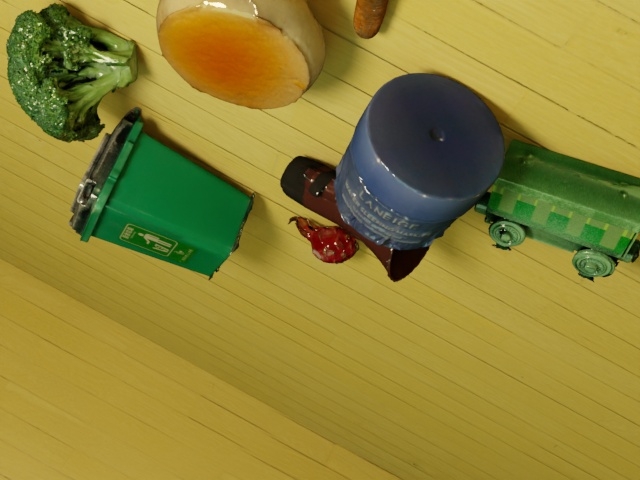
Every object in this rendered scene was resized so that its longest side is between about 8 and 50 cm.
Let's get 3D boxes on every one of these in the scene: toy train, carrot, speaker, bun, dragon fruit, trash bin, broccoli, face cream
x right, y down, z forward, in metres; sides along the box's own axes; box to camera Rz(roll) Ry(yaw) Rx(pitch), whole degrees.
[{"bbox_3d":[0.432,-0.053,1.339,0.300,0.120,0.202,20,145,14],"label":"toy train"},{"bbox_3d":[0.084,-0.390,1.182,0.060,0.060,0.186,23,151,10],"label":"carrot"},{"bbox_3d":[0.099,-0.069,1.597,0.329,0.198,0.259,31,-164,33],"label":"speaker"},{"bbox_3d":[-0.128,-0.369,1.281,0.298,0.165,0.299,12,157,5],"label":"bun"},{"bbox_3d":[0.000,0.000,1.800,0.190,0.094,0.094,23,149,20],"label":"dragon fruit"},{"bbox_3d":[-0.375,-0.097,1.809,0.381,0.295,0.259,26,151,-16],"label":"trash bin"},{"bbox_3d":[-0.524,-0.346,1.577,0.275,0.308,0.308,-2,144,3],"label":"broccoli"},{"bbox_3d":[0.164,-0.129,1.314,0.249,0.249,0.225,29,152,0],"label":"face cream"}]
